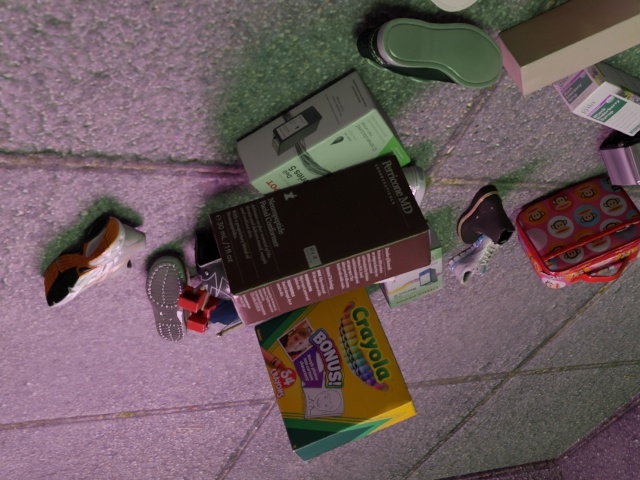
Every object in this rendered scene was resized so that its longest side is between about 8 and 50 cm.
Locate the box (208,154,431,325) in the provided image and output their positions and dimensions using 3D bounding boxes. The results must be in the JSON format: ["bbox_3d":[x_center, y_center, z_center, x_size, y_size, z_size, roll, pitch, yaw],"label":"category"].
[{"bbox_3d":[0.000,0.000,1.524,0.381,0.191,0.143,-18,148,-5],"label":"box"}]

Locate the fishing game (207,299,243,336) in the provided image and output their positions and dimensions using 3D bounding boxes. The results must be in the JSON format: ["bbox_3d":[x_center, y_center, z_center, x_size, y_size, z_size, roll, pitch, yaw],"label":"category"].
[{"bbox_3d":[-0.160,0.139,1.761,0.189,0.264,0.041,-25,107,3],"label":"fishing game"}]

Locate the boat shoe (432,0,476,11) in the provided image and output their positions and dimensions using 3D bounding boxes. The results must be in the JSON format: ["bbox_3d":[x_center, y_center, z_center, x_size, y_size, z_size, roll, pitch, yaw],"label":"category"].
[{"bbox_3d":[0.155,-0.474,1.245,0.109,0.091,0.305,-25,147,26],"label":"boat shoe"}]

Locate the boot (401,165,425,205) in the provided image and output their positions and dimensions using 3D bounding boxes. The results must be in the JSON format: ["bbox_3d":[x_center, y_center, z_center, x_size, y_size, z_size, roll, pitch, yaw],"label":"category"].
[{"bbox_3d":[0.154,-0.070,1.829,0.123,0.095,0.258,-4,139,-8],"label":"boot"}]

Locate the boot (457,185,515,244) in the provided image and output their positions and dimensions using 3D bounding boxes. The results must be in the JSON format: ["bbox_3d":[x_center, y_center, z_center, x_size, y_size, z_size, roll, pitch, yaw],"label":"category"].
[{"bbox_3d":[0.405,-0.019,1.979,0.077,0.137,0.198,-11,146,-15],"label":"boot"}]

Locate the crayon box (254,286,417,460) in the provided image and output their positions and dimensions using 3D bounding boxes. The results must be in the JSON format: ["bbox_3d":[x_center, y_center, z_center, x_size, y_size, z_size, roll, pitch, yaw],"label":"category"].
[{"bbox_3d":[0.033,0.327,2.051,0.313,0.363,0.106,-24,146,3],"label":"crayon box"}]

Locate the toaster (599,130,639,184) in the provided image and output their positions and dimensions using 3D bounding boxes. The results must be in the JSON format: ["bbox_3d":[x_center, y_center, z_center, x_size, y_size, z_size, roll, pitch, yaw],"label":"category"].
[{"bbox_3d":[0.760,-0.205,1.887,0.185,0.110,0.168,-20,-175,-3],"label":"toaster"}]

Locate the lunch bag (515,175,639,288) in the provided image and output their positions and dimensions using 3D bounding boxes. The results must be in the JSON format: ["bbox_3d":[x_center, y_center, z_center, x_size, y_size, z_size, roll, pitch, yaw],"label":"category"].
[{"bbox_3d":[0.665,-0.005,2.035,0.293,0.258,0.120,-23,147,2],"label":"lunch bag"}]

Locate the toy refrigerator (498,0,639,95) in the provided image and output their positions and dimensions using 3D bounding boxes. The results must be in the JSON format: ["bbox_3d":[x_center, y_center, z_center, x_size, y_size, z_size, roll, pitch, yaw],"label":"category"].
[{"bbox_3d":[0.488,-0.389,1.540,0.269,0.102,0.094,-25,146,4],"label":"toy refrigerator"}]

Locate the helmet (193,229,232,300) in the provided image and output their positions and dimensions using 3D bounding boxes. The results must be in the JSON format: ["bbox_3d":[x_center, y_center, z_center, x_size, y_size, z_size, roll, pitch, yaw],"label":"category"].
[{"bbox_3d":[-0.189,0.050,1.720,0.169,0.161,0.169,-15,146,-10],"label":"helmet"}]

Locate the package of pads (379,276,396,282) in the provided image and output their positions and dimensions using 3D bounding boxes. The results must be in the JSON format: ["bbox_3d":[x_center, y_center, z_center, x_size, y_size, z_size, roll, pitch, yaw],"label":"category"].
[{"bbox_3d":[0.033,0.005,1.783,0.229,0.101,0.296,-8,150,17],"label":"package of pads"}]

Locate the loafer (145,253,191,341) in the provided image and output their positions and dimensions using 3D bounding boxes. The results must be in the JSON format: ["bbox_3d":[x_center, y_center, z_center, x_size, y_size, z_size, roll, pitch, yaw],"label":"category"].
[{"bbox_3d":[-0.337,0.118,1.821,0.094,0.087,0.251,9,131,1],"label":"loafer"}]

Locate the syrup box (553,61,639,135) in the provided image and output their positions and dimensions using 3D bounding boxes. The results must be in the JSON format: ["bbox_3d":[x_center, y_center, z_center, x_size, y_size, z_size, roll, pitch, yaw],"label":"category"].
[{"bbox_3d":[0.619,-0.310,1.729,0.237,0.096,0.093,9,136,-39],"label":"syrup box"}]

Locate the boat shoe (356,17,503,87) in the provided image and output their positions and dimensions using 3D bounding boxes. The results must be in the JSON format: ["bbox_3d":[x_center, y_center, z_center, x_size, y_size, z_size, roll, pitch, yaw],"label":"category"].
[{"bbox_3d":[0.203,-0.343,1.461,0.302,0.091,0.114,8,92,-36],"label":"boat shoe"}]

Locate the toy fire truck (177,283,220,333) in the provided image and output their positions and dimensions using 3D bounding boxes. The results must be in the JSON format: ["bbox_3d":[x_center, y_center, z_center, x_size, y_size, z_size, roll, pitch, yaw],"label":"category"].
[{"bbox_3d":[-0.261,0.132,1.816,0.047,0.192,0.135,17,123,11],"label":"toy fire truck"}]

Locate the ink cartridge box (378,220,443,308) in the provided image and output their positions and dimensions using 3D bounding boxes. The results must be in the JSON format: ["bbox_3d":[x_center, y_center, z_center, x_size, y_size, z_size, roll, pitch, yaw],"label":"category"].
[{"bbox_3d":[0.224,0.065,2.036,0.154,0.093,0.212,-20,148,-4],"label":"ink cartridge box"}]

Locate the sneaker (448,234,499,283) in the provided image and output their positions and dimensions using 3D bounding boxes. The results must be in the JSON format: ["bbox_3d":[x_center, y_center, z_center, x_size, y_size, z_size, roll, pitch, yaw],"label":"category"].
[{"bbox_3d":[0.429,0.047,2.136,0.071,0.083,0.191,16,130,-41],"label":"sneaker"}]

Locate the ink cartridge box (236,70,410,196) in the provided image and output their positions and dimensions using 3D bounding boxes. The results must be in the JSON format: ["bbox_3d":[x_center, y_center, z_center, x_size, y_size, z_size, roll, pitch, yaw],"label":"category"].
[{"bbox_3d":[0.007,-0.171,1.562,0.273,0.115,0.198,-30,146,12],"label":"ink cartridge box"}]

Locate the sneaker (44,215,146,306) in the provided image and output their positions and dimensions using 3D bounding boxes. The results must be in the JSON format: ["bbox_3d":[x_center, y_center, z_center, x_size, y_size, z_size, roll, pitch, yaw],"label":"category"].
[{"bbox_3d":[-0.457,0.060,1.650,0.262,0.099,0.121,-37,148,24],"label":"sneaker"}]
